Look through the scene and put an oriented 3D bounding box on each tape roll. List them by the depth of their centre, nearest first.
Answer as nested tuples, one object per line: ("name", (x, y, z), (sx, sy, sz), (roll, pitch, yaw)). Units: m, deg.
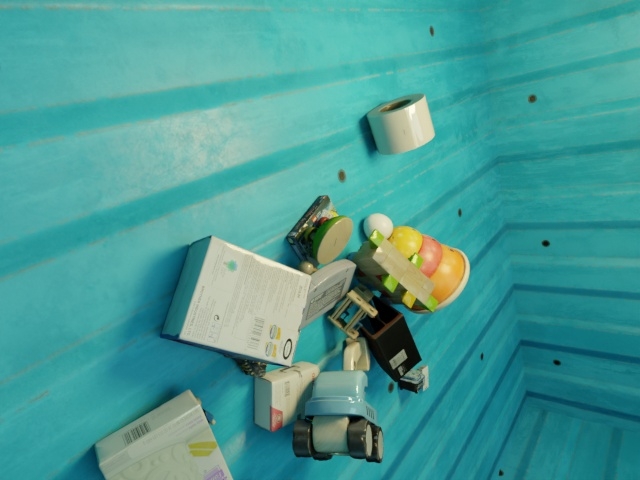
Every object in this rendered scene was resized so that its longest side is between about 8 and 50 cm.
("tape roll", (0.330, -0.479, 1.751), (0.246, 0.246, 0.169), (-45, 124, -38))

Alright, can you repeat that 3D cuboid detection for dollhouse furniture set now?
("dollhouse furniture set", (0.141, 0.268, 1.618), (0.129, 0.129, 0.184), (-53, 168, 18))

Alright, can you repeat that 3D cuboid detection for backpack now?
("backpack", (0.435, 0.652, 1.993), (0.114, 0.105, 0.084), (-7, 96, -51))

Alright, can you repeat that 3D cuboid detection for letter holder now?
("letter holder", (0.259, 0.395, 1.756), (0.152, 0.214, 0.301), (-37, 126, -14))

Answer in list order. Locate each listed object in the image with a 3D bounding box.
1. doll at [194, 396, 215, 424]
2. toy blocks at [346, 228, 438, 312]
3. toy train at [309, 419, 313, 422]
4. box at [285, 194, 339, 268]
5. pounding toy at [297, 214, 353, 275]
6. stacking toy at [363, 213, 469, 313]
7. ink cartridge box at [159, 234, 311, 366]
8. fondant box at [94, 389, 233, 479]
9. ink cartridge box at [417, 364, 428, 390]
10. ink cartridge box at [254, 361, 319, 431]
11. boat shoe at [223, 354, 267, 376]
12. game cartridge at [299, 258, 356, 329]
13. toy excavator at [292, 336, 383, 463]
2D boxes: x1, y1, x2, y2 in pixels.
("doll", (-0.343, 0.520, 1.150), (0.129, 0.046, 0.188), (2, 89, -50))
("toy blocks", (0.248, 0.131, 1.664), (0.381, 0.261, 0.190), (41, 67, -17))
("toy train", (-0.011, 0.638, 1.553), (0.083, 0.017, 0.023), (-16, 93, -47))
("box", (-0.012, -0.030, 1.518), (0.233, 0.044, 0.159), (-53, 128, -34))
("pounding toy", (0.000, 0.000, 1.442), (0.183, 0.110, 0.236), (3, 118, -60))
("stacking toy", (0.364, 0.056, 1.801), (0.480, 0.351, 0.350), (41, 60, -23))
("ink cartridge box", (-0.192, 0.187, 1.172), (0.396, 0.151, 0.269), (25, 69, -31))
("fondant box", (-0.364, 0.578, 1.049), (0.239, 0.096, 0.329), (-26, 112, -28))
("ink cartridge box", (0.519, 0.695, 2.148), (0.063, 0.029, 0.114), (-10, 99, -49))
("ink cartridge box", (-0.106, 0.500, 1.385), (0.218, 0.092, 0.158), (0, 91, -48))
("boat shoe", (-0.222, 0.364, 1.270), (0.183, 0.065, 0.083), (21, 73, -48))
("game cartridge", (0.006, 0.178, 1.472), (0.297, 0.062, 0.197), (-26, 136, -46))
("toy excavator", (0.095, 0.501, 1.436), (0.433, 0.223, 0.444), (56, 32, -54))
